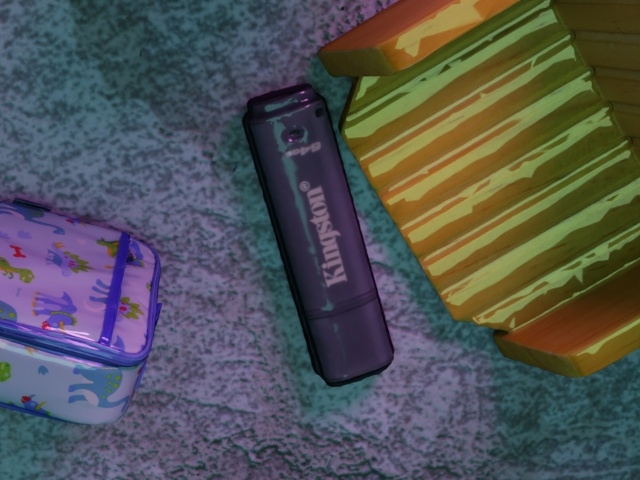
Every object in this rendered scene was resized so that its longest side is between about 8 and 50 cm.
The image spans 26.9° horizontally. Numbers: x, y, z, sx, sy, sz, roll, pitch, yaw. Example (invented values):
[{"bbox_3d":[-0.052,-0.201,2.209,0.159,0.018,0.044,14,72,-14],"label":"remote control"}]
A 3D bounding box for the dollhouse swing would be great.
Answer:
[{"bbox_3d":[0.216,-0.048,1.059,0.315,0.305,0.346,-31,110,5],"label":"dollhouse swing"}]

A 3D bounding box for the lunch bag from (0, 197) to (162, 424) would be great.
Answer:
[{"bbox_3d":[-0.218,0.054,1.096,0.176,0.219,0.090,18,113,-10],"label":"lunch bag"}]

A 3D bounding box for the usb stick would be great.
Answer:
[{"bbox_3d":[0.000,0.000,1.189,0.077,0.045,0.278,-15,109,1],"label":"usb stick"}]
